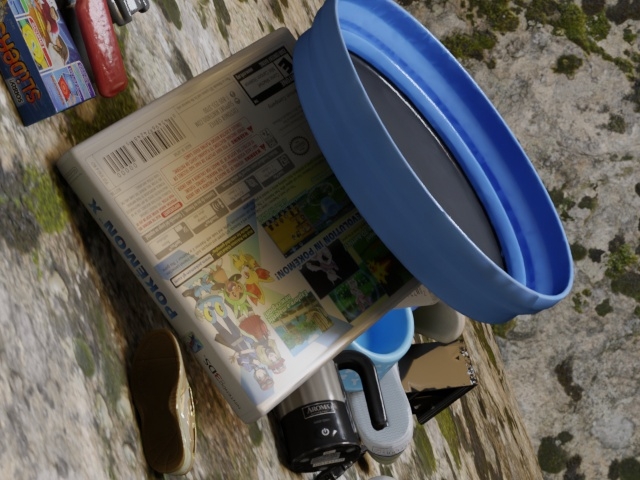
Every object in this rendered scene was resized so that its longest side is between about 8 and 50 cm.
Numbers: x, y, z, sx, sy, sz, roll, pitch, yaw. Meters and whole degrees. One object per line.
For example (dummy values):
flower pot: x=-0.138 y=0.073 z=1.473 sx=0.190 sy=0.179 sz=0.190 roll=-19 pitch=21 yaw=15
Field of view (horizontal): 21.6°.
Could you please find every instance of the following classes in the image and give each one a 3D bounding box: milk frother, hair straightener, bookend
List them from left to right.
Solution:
hair straightener: x=-0.256 y=-0.246 z=1.616 sx=0.047 sy=0.089 sz=0.230 roll=-39 pitch=121 yaw=-41
milk frother: x=-0.003 y=0.200 z=1.927 sx=0.143 sy=0.129 sz=0.134 roll=-52 pitch=-133 yaw=52
bookend: x=0.112 y=0.208 z=2.377 sx=0.157 sy=0.156 sz=0.072 roll=-3 pitch=65 yaw=-32

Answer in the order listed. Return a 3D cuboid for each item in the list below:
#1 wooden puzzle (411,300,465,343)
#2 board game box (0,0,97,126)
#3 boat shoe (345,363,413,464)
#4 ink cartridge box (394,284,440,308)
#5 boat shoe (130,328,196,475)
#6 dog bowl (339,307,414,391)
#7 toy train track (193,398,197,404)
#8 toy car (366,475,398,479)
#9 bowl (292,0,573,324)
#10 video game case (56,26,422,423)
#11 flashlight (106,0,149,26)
wooden puzzle: x=0.055 y=-0.029 z=2.356 sx=0.322 sy=0.081 sz=0.347 roll=18 pitch=-49 yaw=68
board game box: x=-0.276 y=-0.211 z=1.534 sx=0.136 sy=0.035 sz=0.201 roll=-53 pitch=121 yaw=-76
boat shoe: x=0.051 y=0.158 z=2.241 sx=0.094 sy=0.109 sz=0.302 roll=100 pitch=-19 yaw=-60
ink cartridge box: x=-0.002 y=-0.042 z=1.895 sx=0.066 sy=0.296 sz=0.261 roll=-33 pitch=105 yaw=-38
boat shoe: x=-0.138 y=0.147 z=1.497 sx=0.045 sy=0.050 sz=0.135 roll=53 pitch=29 yaw=-62
dog bowl: x=0.025 y=0.042 z=2.148 sx=0.166 sy=0.074 sz=0.297 roll=-3 pitch=67 yaw=-42
toy train track: x=-0.135 y=0.132 z=1.607 sx=0.048 sy=0.014 sz=0.083 roll=17 pitch=52 yaw=-75
toy car: x=0.115 y=0.365 z=2.010 sx=0.182 sy=0.136 sz=0.159 roll=-63 pitch=130 yaw=-75
bowl: x=0.114 y=-0.085 z=1.721 sx=0.391 sy=0.077 sz=0.391 roll=44 pitch=23 yaw=-25
video game case: x=-0.053 y=-0.026 z=1.626 sx=0.300 sy=0.036 sz=0.329 roll=54 pitch=47 yaw=-1
flashlight: x=-0.266 y=-0.358 z=1.693 sx=0.103 sy=0.103 sz=0.304 roll=-44 pitch=116 yaw=-49
